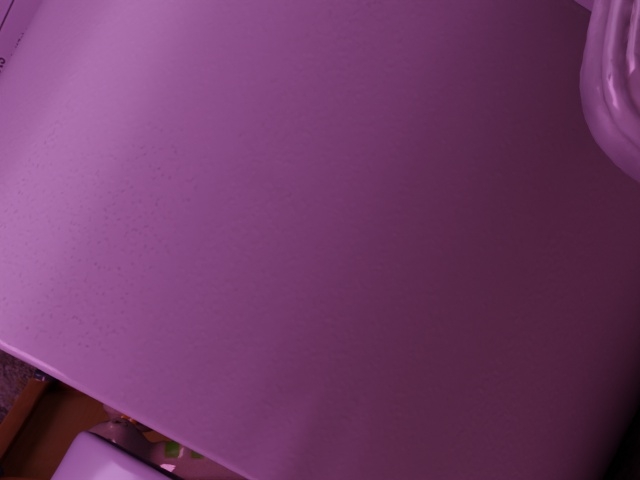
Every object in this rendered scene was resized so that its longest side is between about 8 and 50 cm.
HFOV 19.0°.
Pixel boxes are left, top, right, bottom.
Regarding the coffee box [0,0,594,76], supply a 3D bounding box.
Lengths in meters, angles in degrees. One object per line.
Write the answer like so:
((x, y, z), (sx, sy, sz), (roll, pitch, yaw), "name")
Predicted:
((0.007, -0.185, 1.198), (0.338, 0.334, 0.337), (-60, 4, 27), "coffee box")

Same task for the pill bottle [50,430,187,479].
((-0.097, 0.242, 0.635), (0.334, 0.188, 0.188), (-62, 4, -7), "pill bottle")

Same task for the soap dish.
((-0.160, 0.196, 1.508), (0.291, 0.229, 0.118), (-73, -15, -73), "soap dish")

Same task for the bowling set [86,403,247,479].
((-0.066, 0.103, 0.968), (0.287, 0.154, 0.199), (-73, -20, -79), "bowling set")

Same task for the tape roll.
((0.000, 0.000, 0.653), (0.169, 0.246, 0.246), (-62, 4, -7), "tape roll")

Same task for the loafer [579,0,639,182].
((0.163, -0.132, 0.528), (0.319, 0.112, 0.111), (-55, -4, -20), "loafer")
